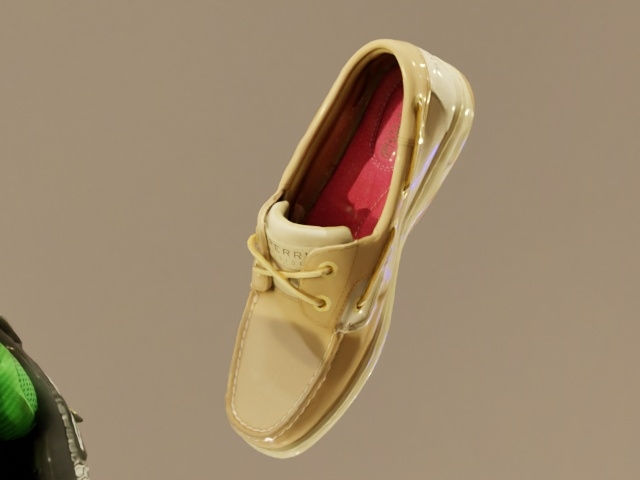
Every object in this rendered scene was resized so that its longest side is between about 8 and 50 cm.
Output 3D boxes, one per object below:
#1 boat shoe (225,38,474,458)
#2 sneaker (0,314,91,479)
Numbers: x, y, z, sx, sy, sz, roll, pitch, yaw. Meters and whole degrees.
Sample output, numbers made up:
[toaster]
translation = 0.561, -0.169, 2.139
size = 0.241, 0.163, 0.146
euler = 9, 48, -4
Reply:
[boat shoe]
translation = 0.000, 0.000, 0.538
size = 0.059, 0.063, 0.170
euler = 27, -95, -58
[sneaker]
translation = -0.144, 0.065, 0.521
size = 0.134, 0.343, 0.146
euler = -2, -58, -29
